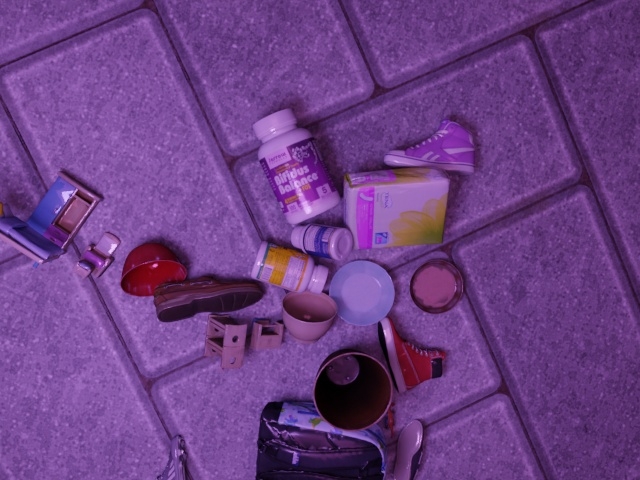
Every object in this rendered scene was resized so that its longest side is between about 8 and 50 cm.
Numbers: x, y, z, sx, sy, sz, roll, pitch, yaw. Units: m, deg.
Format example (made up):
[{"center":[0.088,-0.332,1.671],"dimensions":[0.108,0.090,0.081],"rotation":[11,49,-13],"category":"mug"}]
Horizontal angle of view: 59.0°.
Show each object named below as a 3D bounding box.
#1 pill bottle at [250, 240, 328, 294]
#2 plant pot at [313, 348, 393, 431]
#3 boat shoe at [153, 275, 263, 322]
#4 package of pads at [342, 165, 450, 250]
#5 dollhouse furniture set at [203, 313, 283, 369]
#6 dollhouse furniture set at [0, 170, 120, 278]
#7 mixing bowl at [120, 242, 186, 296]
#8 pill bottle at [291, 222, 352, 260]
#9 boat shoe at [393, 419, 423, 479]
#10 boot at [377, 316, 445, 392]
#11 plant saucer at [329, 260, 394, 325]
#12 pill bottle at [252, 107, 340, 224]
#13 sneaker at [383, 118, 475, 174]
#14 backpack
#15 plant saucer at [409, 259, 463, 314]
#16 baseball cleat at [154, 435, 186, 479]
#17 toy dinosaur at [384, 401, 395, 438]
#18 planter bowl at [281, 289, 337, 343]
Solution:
[{"center":[-0.088,0.085,1.646],"dimensions":[0.209,0.117,0.117],"rotation":[19,92,-6],"category":"pill bottle"},{"center":[0.077,0.400,1.624],"dimensions":[0.216,0.230,0.215],"rotation":[0,93,-5],"category":"plant pot"},{"center":[-0.322,0.146,1.628],"dimensions":[0.308,0.110,0.104],"rotation":[-6,51,-23],"category":"boat shoe"},{"center":[0.213,-0.095,1.627],"dimensions":[0.297,0.101,0.229],"rotation":[-5,125,-6],"category":"package of pads"},{"center":[-0.227,0.294,1.663],"dimensions":[0.184,0.129,0.128],"rotation":[5,94,-35],"category":"dollhouse furniture set"},{"center":[-0.686,-0.041,1.490],"dimensions":[0.286,0.303,0.198],"rotation":[35,91,-6],"category":"dollhouse furniture set"},{"center":[-0.480,0.071,1.599],"dimensions":[0.182,0.181,0.098],"rotation":[-22,59,-3],"category":"mixing bowl"},{"center":[0.000,0.000,1.623],"dimensions":[0.094,0.170,0.094],"rotation":[-15,109,-48],"category":"pill bottle"},{"center":[0.282,0.657,1.757],"dimensions":[0.065,0.075,0.205],"rotation":[18,85,-49],"category":"boat shoe"},{"center":[0.279,0.322,1.715],"dimensions":[0.176,0.088,0.244],"rotation":[-20,102,-5],"category":"boot"},{"center":[0.123,0.158,1.700],"dimensions":[0.195,0.037,0.194],"rotation":[0,83,0],"category":"plant saucer"},{"center":[-0.075,-0.211,1.603],"dimensions":[0.169,0.169,0.301],"rotation":[-25,96,-3],"category":"pill bottle"},{"center":[0.322,-0.281,1.676],"dimensions":[0.282,0.102,0.160],"rotation":[2,90,-16],"category":"sneaker"},{"center":[0.017,0.606,1.634],"dimensions":[0.356,0.273,0.289],"rotation":[5,102,15],"category":"backpack"},{"center":[0.351,0.141,1.734],"dimensions":[0.169,0.029,0.168],"rotation":[0,93,-6],"category":"plant saucer"},{"center":[-0.447,0.684,1.675],"dimensions":[0.110,0.072,0.205],"rotation":[-6,90,2],"category":"baseball cleat"},{"center":[0.219,0.540,1.731],"dimensions":[0.047,0.090,0.082],"rotation":[-10,127,-20],"category":"toy dinosaur"},{"center":[-0.039,0.232,1.652],"dimensions":[0.162,0.162,0.109],"rotation":[7,119,-6],"category":"planter bowl"}]
